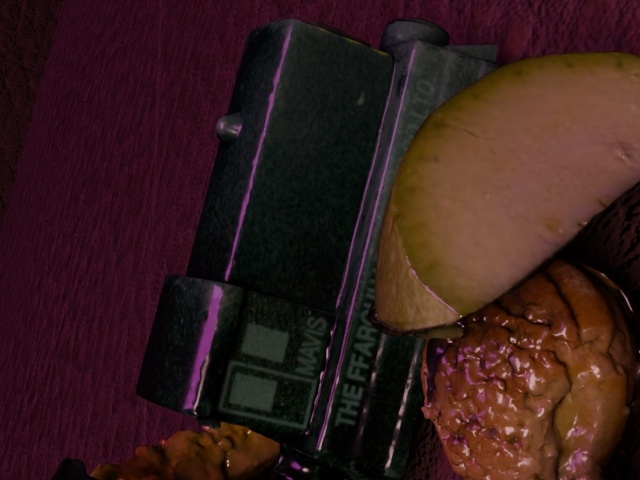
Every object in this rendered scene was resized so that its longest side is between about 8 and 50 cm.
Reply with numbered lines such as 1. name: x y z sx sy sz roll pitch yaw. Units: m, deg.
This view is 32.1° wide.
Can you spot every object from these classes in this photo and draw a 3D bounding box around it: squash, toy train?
1. squash: 0.081 -0.036 0.581 0.192 0.085 0.184 -36 7 -16
2. toy train: 0.000 0.000 0.729 0.138 0.178 0.330 1 77 65

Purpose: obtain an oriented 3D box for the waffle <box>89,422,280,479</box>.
1. waffle: -0.159 0.224 0.876 0.057 0.219 0.229 56 134 15

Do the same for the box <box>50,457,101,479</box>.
1. box: -0.141 0.357 0.643 0.251 0.205 0.345 -71 3 -69

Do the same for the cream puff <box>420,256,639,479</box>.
1. cream puff: 0.103 0.071 0.563 0.119 0.104 0.133 -13 58 53
